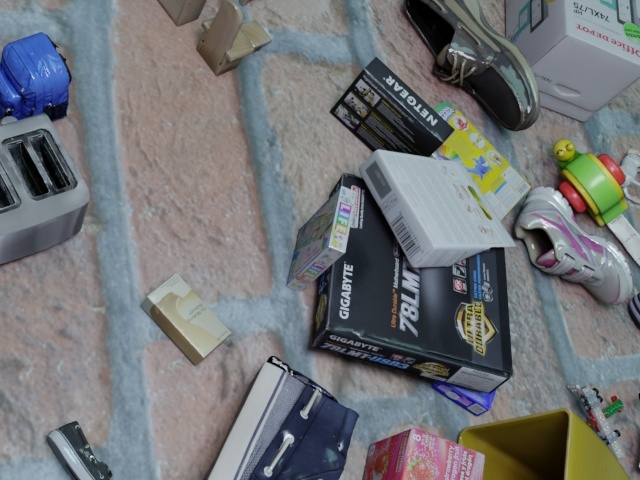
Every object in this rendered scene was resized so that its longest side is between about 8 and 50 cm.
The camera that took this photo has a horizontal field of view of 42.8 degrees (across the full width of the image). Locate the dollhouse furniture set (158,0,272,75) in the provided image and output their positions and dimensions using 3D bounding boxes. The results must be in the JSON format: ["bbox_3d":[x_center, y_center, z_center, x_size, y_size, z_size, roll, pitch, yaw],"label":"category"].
[{"bbox_3d":[-0.100,-0.492,1.380,0.356,0.174,0.303,-33,83,-34],"label":"dollhouse furniture set"}]

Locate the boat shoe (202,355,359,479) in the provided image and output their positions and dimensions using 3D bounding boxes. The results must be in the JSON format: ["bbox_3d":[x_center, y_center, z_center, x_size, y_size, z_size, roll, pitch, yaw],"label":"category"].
[{"bbox_3d":[-0.066,0.316,1.023,0.158,0.127,0.340,28,56,-2],"label":"boat shoe"}]

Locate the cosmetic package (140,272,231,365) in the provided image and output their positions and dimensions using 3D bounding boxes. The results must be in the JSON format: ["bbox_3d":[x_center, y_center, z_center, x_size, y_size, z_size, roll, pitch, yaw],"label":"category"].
[{"bbox_3d":[-0.184,0.108,1.122,0.115,0.041,0.060,46,55,1],"label":"cosmetic package"}]

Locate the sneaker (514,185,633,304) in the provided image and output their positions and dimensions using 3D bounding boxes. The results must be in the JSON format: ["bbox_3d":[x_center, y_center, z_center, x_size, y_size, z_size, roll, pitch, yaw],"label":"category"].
[{"bbox_3d":[0.433,0.028,1.439,0.252,0.103,0.111,45,59,8],"label":"sneaker"}]

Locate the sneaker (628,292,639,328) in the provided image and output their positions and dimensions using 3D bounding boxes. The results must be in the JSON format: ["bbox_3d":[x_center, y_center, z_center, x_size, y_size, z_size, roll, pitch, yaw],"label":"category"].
[{"bbox_3d":[0.655,0.185,1.476,0.098,0.083,0.223,-14,72,-36],"label":"sneaker"}]

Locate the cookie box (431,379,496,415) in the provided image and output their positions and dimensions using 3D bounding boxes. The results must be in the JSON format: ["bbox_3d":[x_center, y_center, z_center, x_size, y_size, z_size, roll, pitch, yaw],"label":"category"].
[{"bbox_3d":[0.235,0.204,1.281,0.092,0.040,0.107,33,55,-6],"label":"cookie box"}]

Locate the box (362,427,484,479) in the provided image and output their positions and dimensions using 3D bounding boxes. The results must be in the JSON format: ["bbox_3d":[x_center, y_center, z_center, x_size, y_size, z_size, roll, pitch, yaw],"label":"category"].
[{"bbox_3d":[0.119,0.395,1.078,0.123,0.128,0.256,24,58,-14],"label":"box"}]

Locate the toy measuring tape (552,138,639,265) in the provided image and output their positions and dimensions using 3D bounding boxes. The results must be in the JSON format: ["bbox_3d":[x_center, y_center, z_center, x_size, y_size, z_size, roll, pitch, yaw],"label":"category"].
[{"bbox_3d":[0.541,-0.055,1.510,0.121,0.121,0.330,-32,82,-34],"label":"toy measuring tape"}]

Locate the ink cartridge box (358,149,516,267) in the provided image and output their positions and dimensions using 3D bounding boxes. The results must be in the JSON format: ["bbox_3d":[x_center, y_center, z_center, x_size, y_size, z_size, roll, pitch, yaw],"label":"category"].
[{"bbox_3d":[0.187,-0.048,1.295,0.232,0.066,0.189,4,51,-50],"label":"ink cartridge box"}]

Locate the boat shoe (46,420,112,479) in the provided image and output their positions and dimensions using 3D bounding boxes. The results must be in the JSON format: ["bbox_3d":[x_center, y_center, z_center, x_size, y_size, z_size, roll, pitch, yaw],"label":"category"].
[{"bbox_3d":[-0.276,0.282,0.988,0.040,0.049,0.142,-32,80,-35],"label":"boat shoe"}]

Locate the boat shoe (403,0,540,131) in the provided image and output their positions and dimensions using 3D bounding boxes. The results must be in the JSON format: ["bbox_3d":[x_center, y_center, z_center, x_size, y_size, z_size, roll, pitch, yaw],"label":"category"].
[{"bbox_3d":[0.270,-0.340,1.531,0.130,0.132,0.355,-23,69,-23],"label":"boat shoe"}]

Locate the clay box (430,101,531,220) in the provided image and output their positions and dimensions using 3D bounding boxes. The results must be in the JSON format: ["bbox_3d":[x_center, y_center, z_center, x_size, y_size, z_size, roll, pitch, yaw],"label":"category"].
[{"bbox_3d":[0.256,-0.132,1.450,0.222,0.053,0.127,46,55,3],"label":"clay box"}]

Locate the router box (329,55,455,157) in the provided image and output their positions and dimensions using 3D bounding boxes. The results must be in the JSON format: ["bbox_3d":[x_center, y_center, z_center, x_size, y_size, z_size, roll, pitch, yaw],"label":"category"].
[{"bbox_3d":[0.118,-0.201,1.367,0.179,0.133,0.046,43,55,-2],"label":"router box"}]

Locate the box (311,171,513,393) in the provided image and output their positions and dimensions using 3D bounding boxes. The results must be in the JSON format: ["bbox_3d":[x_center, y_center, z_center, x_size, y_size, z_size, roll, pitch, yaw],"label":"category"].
[{"bbox_3d":[0.146,0.062,1.260,0.294,0.073,0.295,18,51,-14],"label":"box"}]

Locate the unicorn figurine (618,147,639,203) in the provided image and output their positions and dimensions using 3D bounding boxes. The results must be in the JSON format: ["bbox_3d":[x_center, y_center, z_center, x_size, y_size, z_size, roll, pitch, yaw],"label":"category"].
[{"bbox_3d":[0.620,-0.132,1.633,0.111,0.060,0.162,41,39,-2],"label":"unicorn figurine"}]

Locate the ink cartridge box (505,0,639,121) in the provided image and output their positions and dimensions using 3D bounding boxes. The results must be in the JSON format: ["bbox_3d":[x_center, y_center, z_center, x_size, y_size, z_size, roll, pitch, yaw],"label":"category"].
[{"bbox_3d":[0.503,-0.418,1.624,0.198,0.197,0.269,16,60,-18],"label":"ink cartridge box"}]

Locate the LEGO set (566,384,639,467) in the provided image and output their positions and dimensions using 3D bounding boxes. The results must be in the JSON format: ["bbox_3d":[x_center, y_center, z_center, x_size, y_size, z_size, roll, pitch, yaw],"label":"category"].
[{"bbox_3d":[0.479,0.347,1.340,0.183,0.060,0.244,24,69,-14],"label":"LEGO set"}]

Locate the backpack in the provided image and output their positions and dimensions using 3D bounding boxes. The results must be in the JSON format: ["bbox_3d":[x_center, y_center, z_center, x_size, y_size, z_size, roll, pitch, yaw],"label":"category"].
[{"bbox_3d":[-0.400,-0.218,1.129,0.101,0.120,0.098,-34,84,-34],"label":"backpack"}]

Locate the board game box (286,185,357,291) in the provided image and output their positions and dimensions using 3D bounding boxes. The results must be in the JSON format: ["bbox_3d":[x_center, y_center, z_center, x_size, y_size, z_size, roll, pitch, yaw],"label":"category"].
[{"bbox_3d":[0.000,0.000,1.198,0.026,0.154,0.103,22,59,-16],"label":"board game box"}]

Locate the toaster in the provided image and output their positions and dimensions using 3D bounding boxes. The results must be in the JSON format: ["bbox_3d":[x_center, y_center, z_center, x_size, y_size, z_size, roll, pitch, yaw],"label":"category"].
[{"bbox_3d":[-0.406,-0.059,1.054,0.168,0.110,0.185,-24,78,-32],"label":"toaster"}]

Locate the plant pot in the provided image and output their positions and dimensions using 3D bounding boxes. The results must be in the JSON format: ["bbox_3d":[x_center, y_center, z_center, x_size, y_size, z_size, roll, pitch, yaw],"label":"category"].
[{"bbox_3d":[0.322,0.384,1.148,0.187,0.212,0.212,31,55,-23],"label":"plant pot"}]
